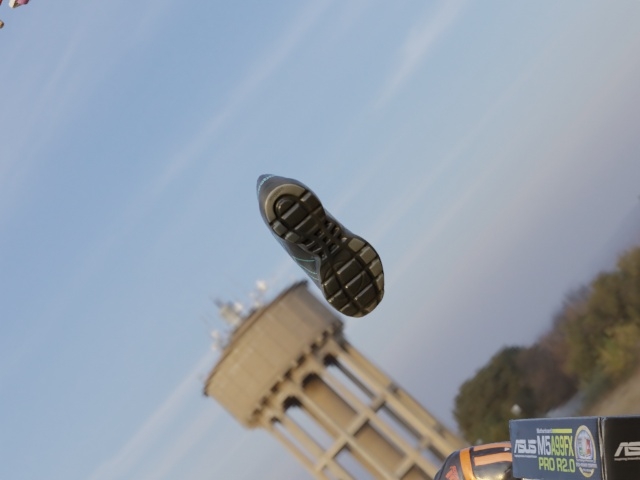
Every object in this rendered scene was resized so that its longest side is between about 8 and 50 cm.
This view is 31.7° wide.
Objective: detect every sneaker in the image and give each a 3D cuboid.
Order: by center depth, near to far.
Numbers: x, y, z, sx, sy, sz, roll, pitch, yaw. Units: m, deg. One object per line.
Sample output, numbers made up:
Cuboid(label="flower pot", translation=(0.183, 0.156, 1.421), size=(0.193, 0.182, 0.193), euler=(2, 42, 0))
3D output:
Cuboid(label="sneaker", translation=(0.228, 0.421, 1.536), size=(0.180, 0.321, 0.124), euler=(-5, 12, 14))
Cuboid(label="sneaker", translation=(0.000, 0.000, 1.609), size=(0.101, 0.267, 0.106), euler=(-40, 29, -5))

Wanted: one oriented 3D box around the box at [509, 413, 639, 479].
Cuboid(label="box", translation=(0.336, 0.185, 1.025), size=(0.270, 0.060, 0.216), euler=(-1, -9, -10))

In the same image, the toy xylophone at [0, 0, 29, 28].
Cuboid(label="toy xylophone", translation=(-0.478, -0.424, 1.519), size=(0.081, 0.323, 0.236), euler=(-28, -32, -58))
